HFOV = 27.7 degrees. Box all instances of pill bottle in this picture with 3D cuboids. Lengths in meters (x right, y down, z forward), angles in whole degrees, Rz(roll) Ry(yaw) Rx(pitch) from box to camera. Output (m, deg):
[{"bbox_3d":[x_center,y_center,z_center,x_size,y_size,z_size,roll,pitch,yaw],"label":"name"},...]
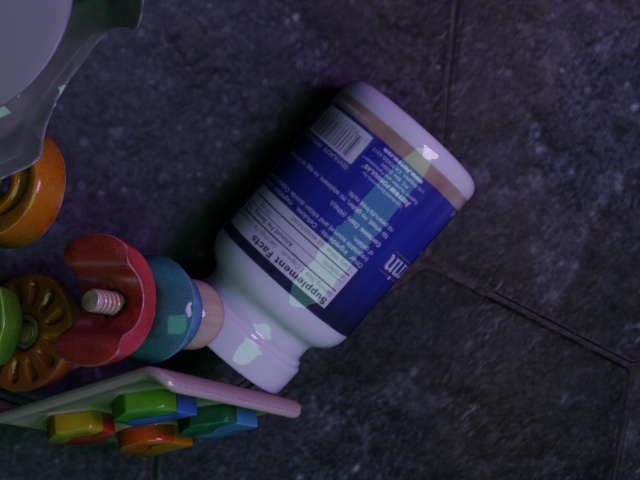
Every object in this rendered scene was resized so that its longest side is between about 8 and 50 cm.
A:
[{"bbox_3d":[0.000,0.000,1.163,0.265,0.153,0.153,-48,123,3],"label":"pill bottle"}]

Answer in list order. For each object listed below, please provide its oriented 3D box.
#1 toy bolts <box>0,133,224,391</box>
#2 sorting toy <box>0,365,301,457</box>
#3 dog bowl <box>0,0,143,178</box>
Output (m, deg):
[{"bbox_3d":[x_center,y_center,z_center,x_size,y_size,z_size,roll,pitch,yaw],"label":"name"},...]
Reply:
[{"bbox_3d":[-0.190,0.027,1.079,0.158,0.228,0.218,16,81,-58],"label":"toy bolts"},{"bbox_3d":[-0.151,0.154,1.122,0.193,0.208,0.038,22,59,-52],"label":"sorting toy"},{"bbox_3d":[-0.303,-0.194,0.912,0.348,0.102,0.349,-11,133,-12],"label":"dog bowl"}]
